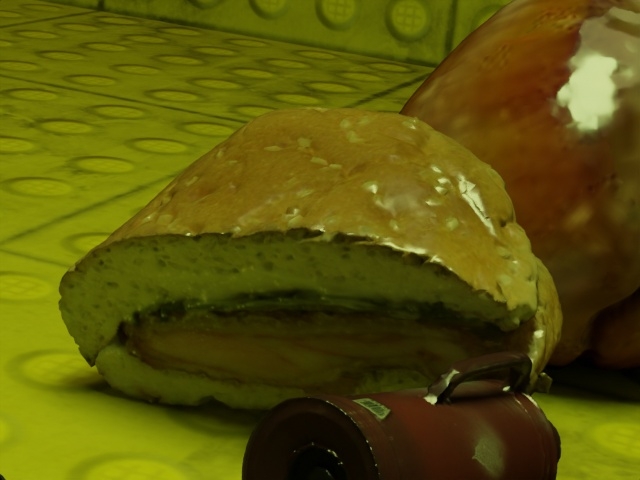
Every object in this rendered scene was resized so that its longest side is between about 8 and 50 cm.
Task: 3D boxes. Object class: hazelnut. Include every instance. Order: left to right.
[{"bbox_3d":[0.218,-0.048,1.200,0.372,0.315,0.372,2,-13,1],"label":"hazelnut"}]

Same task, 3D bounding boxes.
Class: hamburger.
[{"bbox_3d":[0.001,0.000,1.017,0.329,0.162,0.209,-4,36,23],"label":"hamburger"}]

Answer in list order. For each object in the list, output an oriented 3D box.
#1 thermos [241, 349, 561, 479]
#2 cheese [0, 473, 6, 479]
[{"bbox_3d":[0.069,0.122,0.850,0.099,0.124,0.232,29,19,37],"label":"thermos"},{"bbox_3d":[-0.251,0.154,0.603,0.286,0.082,0.163,-11,51,-46],"label":"cheese"}]
